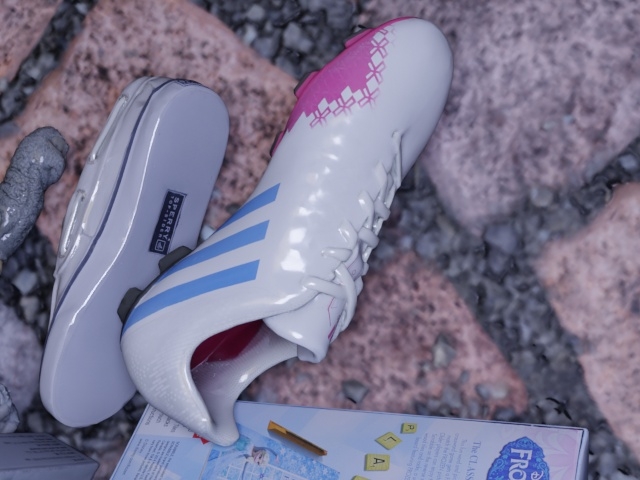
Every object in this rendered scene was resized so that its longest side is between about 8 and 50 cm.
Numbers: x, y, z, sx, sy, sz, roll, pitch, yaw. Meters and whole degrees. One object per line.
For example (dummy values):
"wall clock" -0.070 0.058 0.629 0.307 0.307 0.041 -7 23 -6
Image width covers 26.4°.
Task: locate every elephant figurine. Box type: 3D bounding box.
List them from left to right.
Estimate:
"elephant figurine" -0.304 0.034 1.035 0.169 0.186 0.239 -27 61 46

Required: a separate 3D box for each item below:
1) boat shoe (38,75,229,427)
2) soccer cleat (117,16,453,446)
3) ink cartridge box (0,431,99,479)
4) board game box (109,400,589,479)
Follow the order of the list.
"boat shoe" -0.155 0.003 1.019 0.088 0.096 0.268 20 94 45
"soccer cleat" 0.000 0.000 0.947 0.331 0.116 0.143 -50 48 4
"ink cartridge box" -0.279 0.245 0.918 0.060 0.275 0.239 27 90 16
"board game box" -0.006 0.232 0.850 0.318 0.319 0.066 3 126 16
